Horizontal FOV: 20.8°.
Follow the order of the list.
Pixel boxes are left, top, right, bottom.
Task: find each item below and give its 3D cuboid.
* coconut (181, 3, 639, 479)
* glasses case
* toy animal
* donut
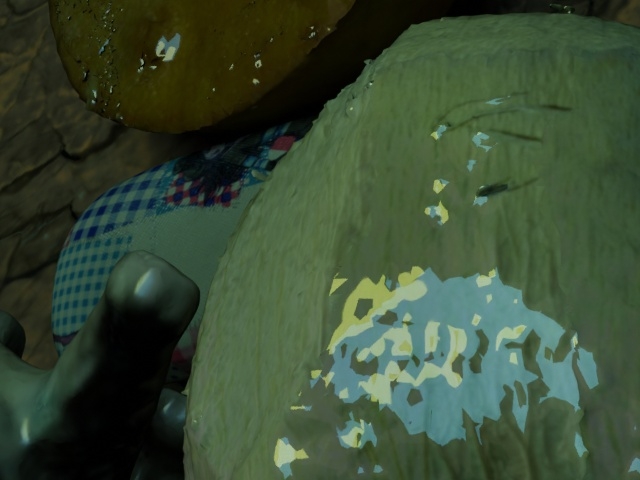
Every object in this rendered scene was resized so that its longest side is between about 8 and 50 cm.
[{"bbox_3d":[0.087,0.081,0.658,0.297,0.297,0.254,-6,59,29],"label":"coconut"},{"bbox_3d":[0.000,0.000,0.899,0.327,0.076,0.125,-15,58,26],"label":"glasses case"},{"bbox_3d":[-0.175,0.150,0.740,0.194,0.344,0.303,25,73,10],"label":"toy animal"},{"bbox_3d":[-0.027,-0.177,0.969,0.277,0.108,0.277,-13,68,37],"label":"donut"}]
